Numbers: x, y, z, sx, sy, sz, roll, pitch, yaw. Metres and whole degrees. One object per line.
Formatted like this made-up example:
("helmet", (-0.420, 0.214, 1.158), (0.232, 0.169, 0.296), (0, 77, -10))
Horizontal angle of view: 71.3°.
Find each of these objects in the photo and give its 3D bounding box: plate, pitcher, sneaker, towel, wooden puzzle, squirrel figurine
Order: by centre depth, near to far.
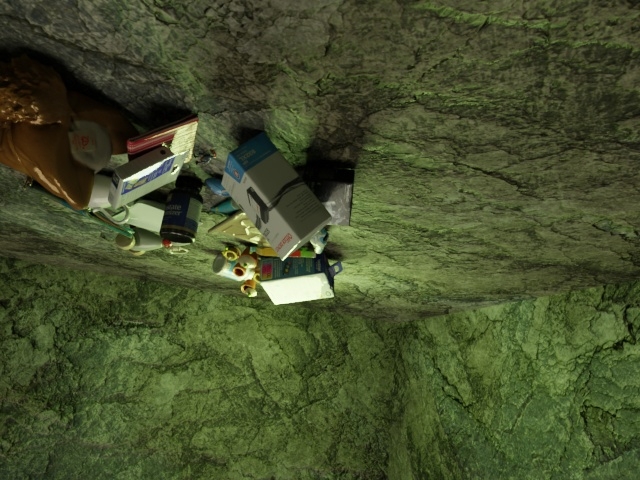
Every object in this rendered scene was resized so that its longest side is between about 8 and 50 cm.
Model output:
("squirrel figurine", (-0.751, -0.292, 1.148), (0.370, 0.281, 0.397), (10, 150, 25))
("towel", (-0.444, -0.252, 1.247), (0.198, 0.031, 0.275), (-31, 178, -26))
("sneaker", (-0.291, -0.187, 1.535), (0.209, 0.069, 0.082), (20, 127, -11))
("pitcher", (-0.777, -0.151, 1.609), (0.207, 0.178, 0.125), (4, 169, 5))
("towel", (-0.967, -0.126, 1.807), (0.370, 0.040, 0.271), (22, 168, 24))
("plate", (-0.673, -0.098, 1.838), (0.278, 0.045, 0.277), (-14, 156, 43))
("wooden puzzle", (-0.254, -0.062, 1.869), (0.347, 0.081, 0.322), (13, 162, -32))
("sneaker", (0.000, 0.000, 1.955), (0.086, 0.085, 0.237), (-20, 167, 0))

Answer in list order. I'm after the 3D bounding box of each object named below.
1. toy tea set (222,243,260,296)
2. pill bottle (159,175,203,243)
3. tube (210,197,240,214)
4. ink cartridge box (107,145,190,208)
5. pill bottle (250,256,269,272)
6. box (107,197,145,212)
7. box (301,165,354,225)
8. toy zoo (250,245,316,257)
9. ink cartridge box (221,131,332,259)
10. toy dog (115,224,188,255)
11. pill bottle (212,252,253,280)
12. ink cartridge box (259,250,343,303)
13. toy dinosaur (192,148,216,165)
("toy tea set", (-0.387, 0.170, 2.326), (0.199, 0.124, 0.336), (-6, 126, 19))
("pill bottle", (-0.481, -0.108, 1.565), (0.122, 0.219, 0.123), (6, 162, 2))
("tube", (-0.362, -0.129, 1.748), (0.080, 0.052, 0.207), (24, 162, -26))
("ink cartridge box", (-0.480, -0.183, 1.241), (0.208, 0.045, 0.206), (-36, -179, -34))
("pill bottle", (-0.275, 0.160, 2.468), (0.214, 0.117, 0.117), (14, 161, -22))
("box", (-0.826, -0.161, 1.821), (0.186, 0.038, 0.145), (-5, 160, 28))
("box", (0.021, -0.138, 1.388), (0.158, 0.093, 0.156), (5, 124, 3))
("toy zoo", (-0.180, 0.050, 2.082), (0.293, 0.030, 0.192), (2, -176, -11))
("ink cartridge box", (-0.136, -0.118, 1.292), (0.307, 0.129, 0.223), (51, 155, 1))
("toy dog", (-0.774, -0.035, 2.079), (0.333, 0.161, 0.220), (-2, 163, -23))
("pill bottle", (-0.489, 0.158, 2.530), (0.124, 0.124, 0.221), (-10, 155, 41))
("ink cartridge box", (-0.083, 0.189, 2.287), (0.395, 0.151, 0.270), (-7, 146, 10))
("toy dinosaur", (-0.353, -0.262, 1.380), (0.082, 0.047, 0.090), (-7, -168, 13))
